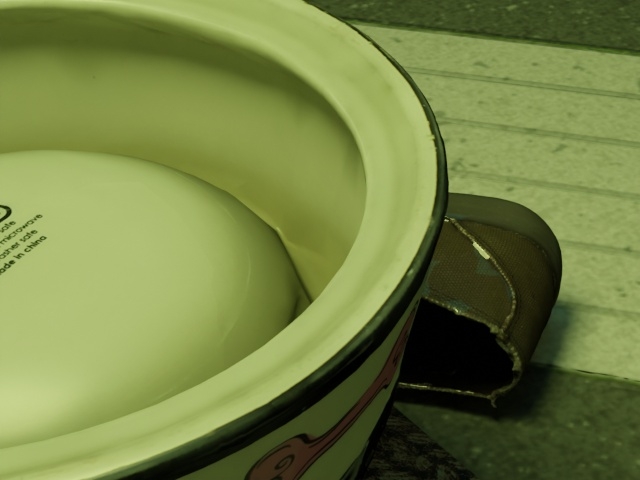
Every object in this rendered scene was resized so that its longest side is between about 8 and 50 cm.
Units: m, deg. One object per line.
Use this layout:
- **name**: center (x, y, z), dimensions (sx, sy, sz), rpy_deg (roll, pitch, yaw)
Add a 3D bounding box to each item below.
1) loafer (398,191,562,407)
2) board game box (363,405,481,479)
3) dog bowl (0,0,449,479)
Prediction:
- **loafer**: center (-0.030, 0.034, 1.055), dimensions (0.366, 0.133, 0.130), rpy_deg (-1, 37, 4)
- **board game box**: center (-0.047, 0.183, 0.854), dimensions (0.232, 0.141, 0.291), rpy_deg (-27, 43, -27)
- **dog bowl**: center (-0.145, 0.030, 0.774), dimensions (0.408, 0.150, 0.408), rpy_deg (-3, 38, 2)
